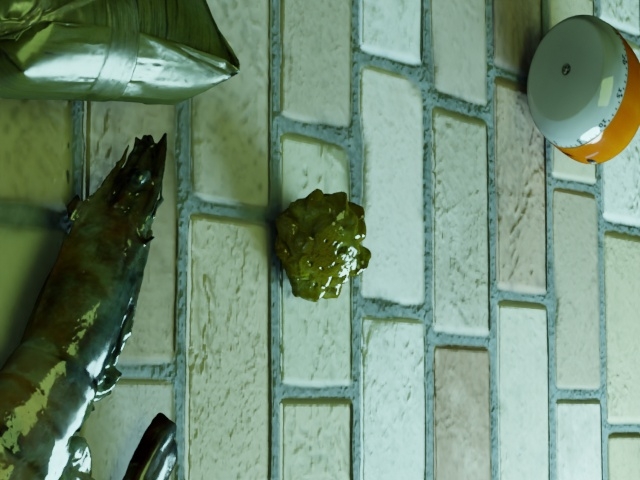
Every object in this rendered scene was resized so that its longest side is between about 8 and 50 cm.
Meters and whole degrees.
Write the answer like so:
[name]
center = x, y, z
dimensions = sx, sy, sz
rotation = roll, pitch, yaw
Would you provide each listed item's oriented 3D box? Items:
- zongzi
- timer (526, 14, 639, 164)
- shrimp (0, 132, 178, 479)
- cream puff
[zongzi]
center = -0.162, -0.183, 0.993
dimensions = 0.205, 0.094, 0.204
rotation = -5, 80, -50
[timer]
center = 0.250, -0.132, 1.509
dimensions = 0.136, 0.099, 0.136
rotation = -22, 117, -53
[shrimp]
center = -0.130, 0.080, 1.034
dimensions = 0.169, 0.058, 0.296
rotation = 49, 53, -46
[cream puff]
center = 0.000, 0.000, 1.206
dimensions = 0.083, 0.083, 0.058
rotation = 35, 14, -32
